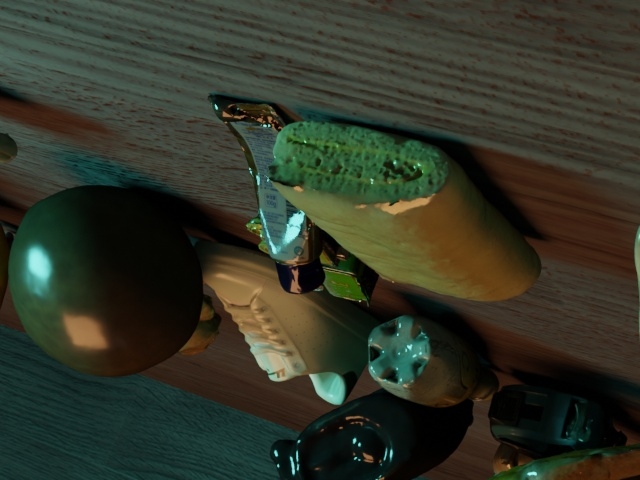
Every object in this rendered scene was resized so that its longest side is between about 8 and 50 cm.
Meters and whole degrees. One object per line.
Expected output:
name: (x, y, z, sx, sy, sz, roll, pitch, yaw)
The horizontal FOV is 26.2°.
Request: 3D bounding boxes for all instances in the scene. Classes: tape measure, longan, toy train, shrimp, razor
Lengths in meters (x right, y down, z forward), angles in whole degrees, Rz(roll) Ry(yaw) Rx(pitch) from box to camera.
tape measure: (0.252, 0.202, 1.481, 0.146, 0.080, 0.125, 8, 164, 36)
longan: (-0.209, 0.041, 1.343, 0.198, 0.198, 0.212, 23, 164, -6)
toy train: (0.000, 0.000, 1.107, 0.081, 0.060, 0.202, 11, 165, 15)
shrimp: (0.337, 0.264, 1.455, 0.445, 0.085, 0.272, 14, 143, -42)
razor: (0.068, 0.221, 1.527, 0.107, 0.189, 0.327, 63, -167, 8)

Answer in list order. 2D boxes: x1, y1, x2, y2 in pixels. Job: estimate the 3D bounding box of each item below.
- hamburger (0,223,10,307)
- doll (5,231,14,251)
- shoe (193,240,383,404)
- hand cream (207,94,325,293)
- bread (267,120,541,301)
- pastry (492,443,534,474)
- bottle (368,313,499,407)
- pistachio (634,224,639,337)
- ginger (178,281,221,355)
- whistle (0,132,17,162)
hamburger: (-0.515, 0.031, 1.707, 0.246, 0.246, 0.170, 14, 178, 33)
doll: (-0.380, 0.032, 1.860, 0.102, 0.075, 0.227, 14, -173, -45)
shoe: (-0.039, 0.091, 1.446, 0.265, 0.110, 0.095, 28, 168, -38)
hand cream: (-0.031, -0.034, 0.969, 0.062, 0.039, 0.163, 17, 136, 39)
bread: (0.058, -0.016, 0.926, 0.140, 0.060, 0.178, 14, 165, 34)
pastry: (0.298, 0.282, 1.730, 0.166, 0.088, 0.166, 21, 167, 5)
bottle: (0.128, 0.133, 1.407, 0.083, 0.083, 0.270, 15, 174, 28)
pistachio: (0.287, 0.079, 0.679, 0.318, 0.214, 0.193, 35, -156, -25)
ginger: (-0.194, 0.064, 1.550, 0.219, 0.123, 0.270, 33, 169, -31)
whistle: (-0.370, -0.107, 1.200, 0.253, 0.105, 0.102, 16, -153, 24)
